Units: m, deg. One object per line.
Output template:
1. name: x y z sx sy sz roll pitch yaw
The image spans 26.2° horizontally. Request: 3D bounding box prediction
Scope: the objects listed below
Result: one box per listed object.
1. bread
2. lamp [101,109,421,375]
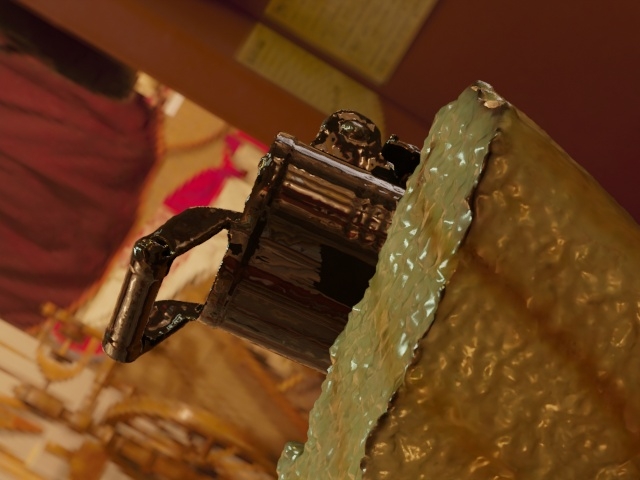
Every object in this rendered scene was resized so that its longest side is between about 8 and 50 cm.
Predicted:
1. bread: 0.136 0.124 0.871 0.239 0.264 0.395 -81 14 -71
2. lamp: 0.016 0.034 1.334 0.374 0.272 0.205 -44 -15 -42
